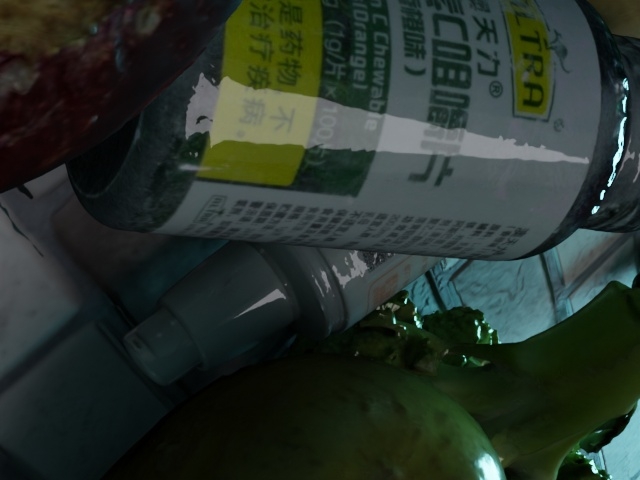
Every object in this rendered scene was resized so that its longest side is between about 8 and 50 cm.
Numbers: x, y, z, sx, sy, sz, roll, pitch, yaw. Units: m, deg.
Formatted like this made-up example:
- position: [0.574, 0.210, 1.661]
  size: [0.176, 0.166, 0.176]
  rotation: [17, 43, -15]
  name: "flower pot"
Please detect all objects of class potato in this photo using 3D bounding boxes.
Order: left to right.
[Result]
- position: [-0.034, 0.196, 0.679]
  size: [0.359, 0.219, 0.270]
  rotation: [-51, -172, 30]
  name: "potato"

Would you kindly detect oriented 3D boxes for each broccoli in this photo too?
- position: [0.097, 0.096, 0.839]
  size: [0.254, 0.186, 0.302]
  rotation: [9, 124, -6]
  name: "broccoli"

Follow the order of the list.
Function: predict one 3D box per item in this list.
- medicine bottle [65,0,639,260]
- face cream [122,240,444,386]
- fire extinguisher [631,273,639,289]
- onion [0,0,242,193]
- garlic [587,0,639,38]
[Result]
- position: [0.038, -0.064, 0.578]
  size: [0.293, 0.141, 0.141]
  rotation: [5, 119, -30]
  name: "medicine bottle"
- position: [0.000, 0.000, 0.695]
  size: [0.251, 0.101, 0.101]
  rotation: [-35, 142, -20]
  name: "face cream"
- position: [0.369, 0.011, 1.124]
  size: [0.294, 0.093, 0.118]
  rotation: [-20, 110, -35]
  name: "fire extinguisher"
- position: [-0.148, -0.115, 0.336]
  size: [0.206, 0.216, 0.207]
  rotation: [9, 123, -47]
  name: "onion"
- position: [0.136, -0.161, 0.680]
  size: [0.164, 0.145, 0.245]
  rotation: [-35, 148, 11]
  name: "garlic"
